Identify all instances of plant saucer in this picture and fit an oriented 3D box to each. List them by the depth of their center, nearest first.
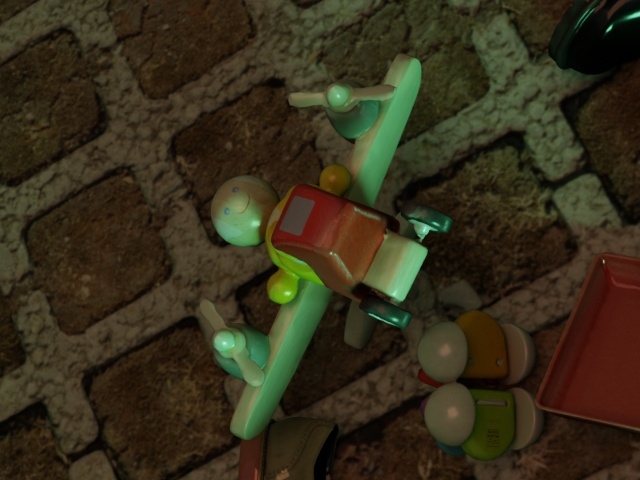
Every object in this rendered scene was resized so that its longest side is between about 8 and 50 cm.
[{"bbox_3d":[0.410,0.137,1.920,0.259,0.048,0.258,11,48,22],"label":"plant saucer"}]

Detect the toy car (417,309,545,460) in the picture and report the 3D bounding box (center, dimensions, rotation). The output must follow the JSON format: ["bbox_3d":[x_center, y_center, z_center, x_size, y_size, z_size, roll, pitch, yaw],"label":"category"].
[{"bbox_3d":[0.176,0.182,2.012,0.136,0.159,0.182,-27,64,50],"label":"toy car"}]

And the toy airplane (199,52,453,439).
[{"bbox_3d":[0.000,0.000,1.992,0.272,0.384,0.386,23,41,3],"label":"toy airplane"}]

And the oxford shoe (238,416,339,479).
[{"bbox_3d":[-0.027,0.384,2.035,0.130,0.123,0.348,-7,75,13],"label":"oxford shoe"}]

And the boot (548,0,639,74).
[{"bbox_3d":[0.477,-0.252,2.006,0.348,0.131,0.260,-36,66,8],"label":"boot"}]
